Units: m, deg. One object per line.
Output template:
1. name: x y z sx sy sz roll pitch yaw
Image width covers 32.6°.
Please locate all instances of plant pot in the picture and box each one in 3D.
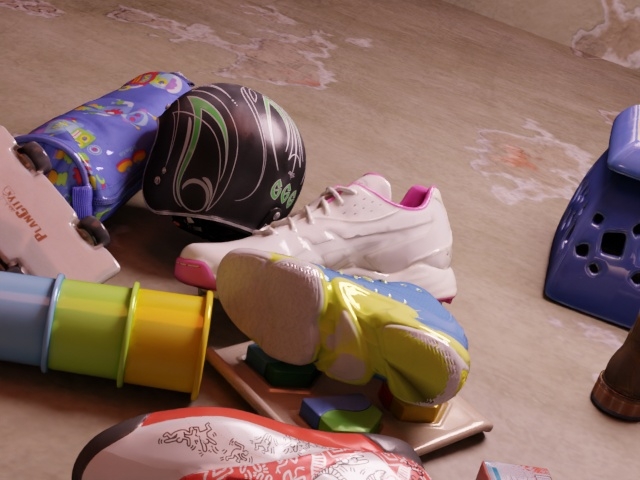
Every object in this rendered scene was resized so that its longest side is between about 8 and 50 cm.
1. plant pot: 0.418 -0.026 1.311 0.236 0.212 0.236 20 27 9

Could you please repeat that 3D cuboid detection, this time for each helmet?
1. helmet: -0.097 -0.085 1.151 0.169 0.162 0.169 12 -12 3

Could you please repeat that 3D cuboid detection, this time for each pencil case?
1. pencil case: -0.229 -0.095 1.195 0.133 0.119 0.306 8 24 17

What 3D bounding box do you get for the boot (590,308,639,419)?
1. boot: 0.372 0.110 1.131 0.219 0.106 0.082 -13 38 -44

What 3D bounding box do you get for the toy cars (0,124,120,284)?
1. toy cars: -0.375 -0.029 1.010 0.393 0.087 0.177 12 63 -8

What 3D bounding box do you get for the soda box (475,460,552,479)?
1. soda box: 0.156 0.242 0.794 0.058 0.063 0.183 9 25 -11

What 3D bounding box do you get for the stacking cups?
1. stacking cups: -0.252 0.069 0.910 0.316 0.096 0.096 7 26 -5

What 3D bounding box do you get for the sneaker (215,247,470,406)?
1. sneaker: 0.026 0.070 0.983 0.240 0.091 0.126 28 19 15

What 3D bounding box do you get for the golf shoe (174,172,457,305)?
1. golf shoe: 0.000 0.000 1.088 0.306 0.140 0.115 1 3 -31

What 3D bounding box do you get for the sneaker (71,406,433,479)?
1. sneaker: -0.030 0.195 0.755 0.270 0.090 0.145 8 24 -21

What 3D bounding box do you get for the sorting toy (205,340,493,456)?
1. sorting toy: 0.027 0.128 0.981 0.208 0.038 0.193 -7 33 -40
